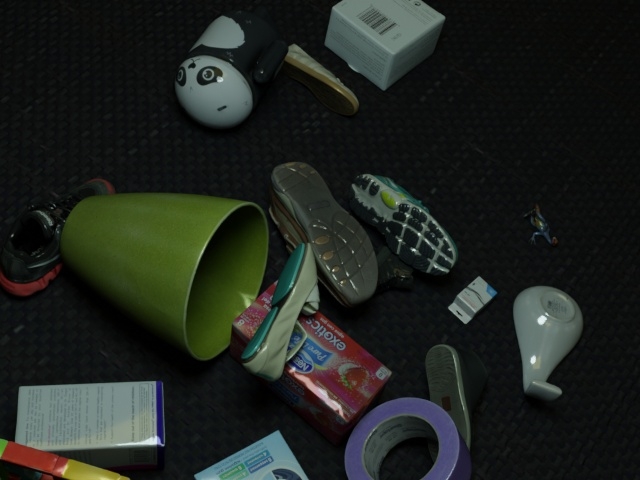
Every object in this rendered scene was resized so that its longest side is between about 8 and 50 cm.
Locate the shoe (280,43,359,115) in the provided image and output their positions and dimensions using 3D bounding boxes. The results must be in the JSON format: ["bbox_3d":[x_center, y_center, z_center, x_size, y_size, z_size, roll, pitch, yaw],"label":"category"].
[{"bbox_3d":[0.000,-0.341,1.934,0.219,0.076,0.058,37,64,16],"label":"shoe"}]

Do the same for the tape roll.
[{"bbox_3d":[0.139,0.351,1.467,0.189,0.080,0.189,-14,47,16],"label":"tape roll"}]

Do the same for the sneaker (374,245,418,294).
[{"bbox_3d":[0.133,0.067,1.712,0.089,0.051,0.170,29,50,11],"label":"sneaker"}]

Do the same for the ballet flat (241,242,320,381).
[{"bbox_3d":[-0.049,0.118,1.489,0.086,0.086,0.248,23,59,5],"label":"ballet flat"}]

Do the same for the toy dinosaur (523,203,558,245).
[{"bbox_3d":[0.447,-0.029,1.839,0.082,0.047,0.090,49,50,-1],"label":"toy dinosaur"}]

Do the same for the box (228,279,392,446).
[{"bbox_3d":[-0.022,0.206,1.551,0.257,0.128,0.123,39,61,15],"label":"box"}]

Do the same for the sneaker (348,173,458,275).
[{"bbox_3d":[0.171,-0.043,1.740,0.110,0.107,0.275,-5,41,-42],"label":"sneaker"}]

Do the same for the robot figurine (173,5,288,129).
[{"bbox_3d":[-0.179,-0.351,1.849,0.174,0.209,0.278,31,57,-5],"label":"robot figurine"}]

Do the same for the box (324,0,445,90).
[{"bbox_3d":[0.138,-0.454,2.004,0.181,0.119,0.182,41,60,16],"label":"box"}]

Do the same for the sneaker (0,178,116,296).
[{"bbox_3d":[-0.457,-0.027,1.620,0.098,0.135,0.276,32,57,13],"label":"sneaker"}]

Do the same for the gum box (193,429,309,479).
[{"bbox_3d":[-0.088,0.418,1.457,0.157,0.041,0.184,-25,64,-23],"label":"gum box"}]

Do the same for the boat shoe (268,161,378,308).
[{"bbox_3d":[0.000,0.000,1.696,0.123,0.116,0.324,-9,54,-29],"label":"boat shoe"}]

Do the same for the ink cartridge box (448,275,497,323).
[{"bbox_3d":[0.284,0.112,1.725,0.048,0.028,0.083,43,61,17],"label":"ink cartridge box"}]

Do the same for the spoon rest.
[{"bbox_3d":[0.409,0.187,1.682,0.137,0.084,0.276,21,43,2],"label":"spoon rest"}]

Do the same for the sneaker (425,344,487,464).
[{"bbox_3d":[0.246,0.290,1.576,0.118,0.083,0.221,12,73,-49],"label":"sneaker"}]

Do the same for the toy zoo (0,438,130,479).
[{"bbox_3d":[-0.377,0.361,1.352,0.293,0.192,0.030,16,57,1],"label":"toy zoo"}]

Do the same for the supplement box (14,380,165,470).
[{"bbox_3d":[-0.357,0.295,1.446,0.220,0.111,0.113,-1,58,-11],"label":"supplement box"}]

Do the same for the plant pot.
[{"bbox_3d":[-0.280,0.028,1.566,0.294,0.274,0.274,17,55,20],"label":"plant pot"}]
